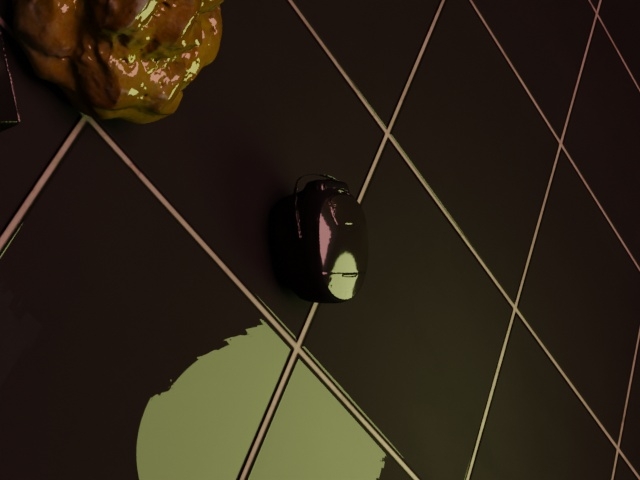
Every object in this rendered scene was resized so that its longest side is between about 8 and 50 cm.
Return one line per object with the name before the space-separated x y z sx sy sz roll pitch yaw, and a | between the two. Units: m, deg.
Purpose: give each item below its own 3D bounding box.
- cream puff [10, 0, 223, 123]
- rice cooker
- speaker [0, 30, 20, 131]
cream puff | -0.231 -0.326 1.467 0.291 0.257 0.324 -3 82 -48
rice cooker | 0.000 -0.001 1.768 0.142 0.118 0.203 4 77 -51
speaker | -0.422 -0.239 1.362 0.082 0.044 0.218 -8 85 -52
